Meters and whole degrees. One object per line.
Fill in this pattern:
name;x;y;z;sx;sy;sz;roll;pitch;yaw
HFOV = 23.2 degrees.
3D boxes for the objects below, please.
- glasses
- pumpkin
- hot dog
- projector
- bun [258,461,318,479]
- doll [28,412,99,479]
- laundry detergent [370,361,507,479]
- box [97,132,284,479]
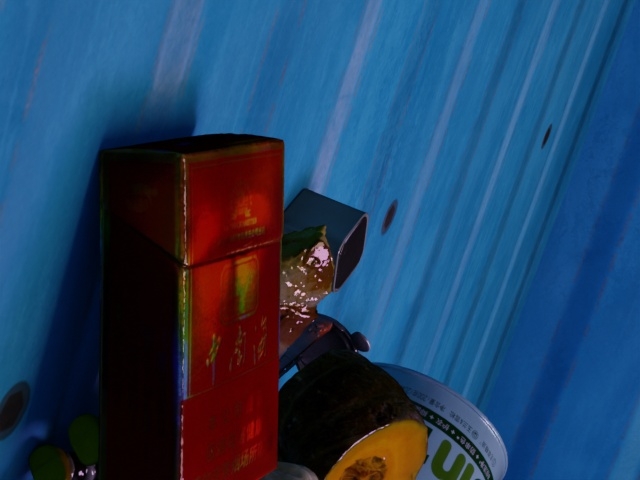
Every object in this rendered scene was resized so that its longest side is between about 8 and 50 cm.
glasses;-0.053;0.235;1.886;0.268;0.118;0.234;-44;154;-54
pumpkin;0.017;0.287;1.874;0.222;0.139;0.317;-5;121;-46
hot dog;-0.076;0.070;1.595;0.123;0.093;0.261;28;114;-40
projector;0.000;0.000;1.797;0.083;0.082;0.083;-52;157;-43
bun;-0.091;0.309;1.660;0.244;0.244;0.153;-18;96;-69
doll;-0.166;0.203;1.499;0.145;0.103;0.316;-60;158;3
laundry detergent;0.074;0.376;2.175;0.305;0.287;0.287;-57;161;-34
box;-0.109;0.069;1.356;0.197;0.089;0.313;-17;109;-64
